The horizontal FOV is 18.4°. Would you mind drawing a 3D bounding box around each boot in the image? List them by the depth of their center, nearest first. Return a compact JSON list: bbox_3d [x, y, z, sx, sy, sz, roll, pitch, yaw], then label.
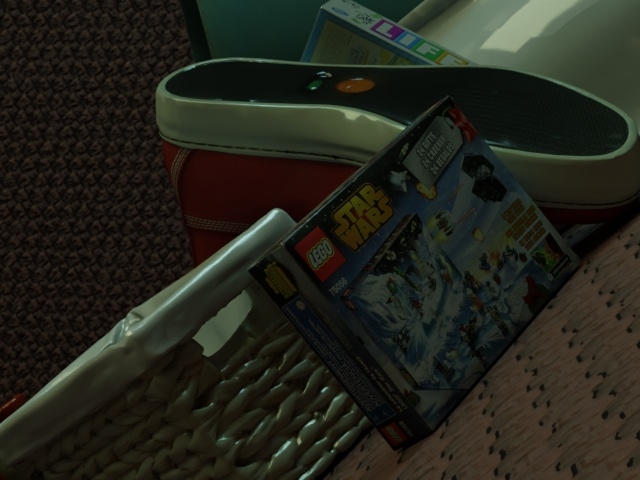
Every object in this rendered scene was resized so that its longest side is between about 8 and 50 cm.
[{"bbox_3d":[0.041,0.009,0.950,0.244,0.176,0.088,6,27,27],"label":"boot"}]

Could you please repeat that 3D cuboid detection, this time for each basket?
[{"bbox_3d":[-0.058,0.077,0.907,0.113,0.103,0.167,-41,5,-36],"label":"basket"}]

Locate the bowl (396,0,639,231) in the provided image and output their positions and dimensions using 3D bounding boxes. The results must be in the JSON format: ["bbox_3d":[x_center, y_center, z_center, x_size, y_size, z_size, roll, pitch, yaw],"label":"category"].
[{"bbox_3d":[0.135,-0.110,1.090,0.298,0.134,0.298,-39,4,3],"label":"bowl"}]

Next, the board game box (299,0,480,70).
[{"bbox_3d":[0.024,-0.033,1.001,0.026,0.103,0.154,-44,-21,-58],"label":"board game box"}]

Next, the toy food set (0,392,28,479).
[{"bbox_3d":[-0.176,0.167,0.970,0.232,0.104,0.111,-42,4,-40],"label":"toy food set"}]

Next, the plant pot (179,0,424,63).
[{"bbox_3d":[0.032,-0.141,1.406,0.235,0.293,0.293,-15,2,-4],"label":"plant pot"}]

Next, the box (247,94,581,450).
[{"bbox_3d":[0.042,0.010,0.807,0.027,0.094,0.137,-35,5,44],"label":"box"}]
